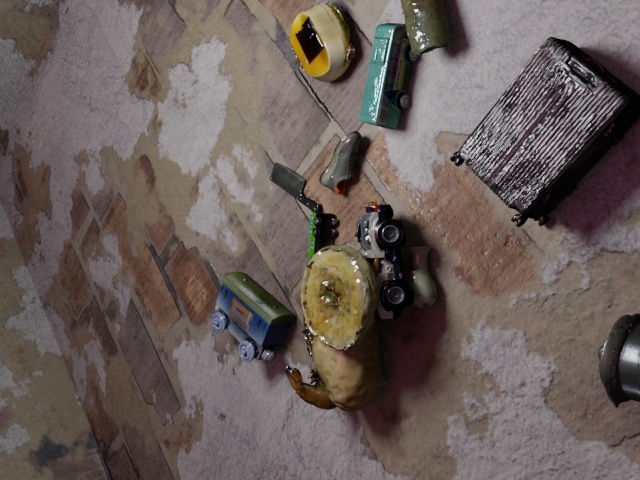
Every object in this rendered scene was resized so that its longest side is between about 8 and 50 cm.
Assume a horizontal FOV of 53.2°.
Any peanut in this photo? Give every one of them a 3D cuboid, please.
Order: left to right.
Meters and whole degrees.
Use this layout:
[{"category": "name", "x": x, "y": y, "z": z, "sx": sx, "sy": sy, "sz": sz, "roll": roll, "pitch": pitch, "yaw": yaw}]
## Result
[{"category": "peanut", "x": 0.066, "y": 0.267, "z": 1.734, "sx": 0.192, "sy": 0.169, "sz": 0.387, "roll": -7, "pitch": 86, "yaw": 34}]

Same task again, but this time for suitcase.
[{"category": "suitcase", "x": 0.468, "y": -0.222, "z": 1.328, "sx": 0.229, "sy": 0.152, "sz": 0.335, "roll": 51, "pitch": 123, "yaw": 26}]

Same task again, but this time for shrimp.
[{"category": "shrimp", "x": -0.029, "y": 0.337, "z": 1.800, "sx": 0.054, "sy": 0.222, "sz": 0.290, "roll": -34, "pitch": 63, "yaw": 36}]

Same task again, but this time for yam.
[{"category": "yam", "x": 0.245, "y": -0.567, "z": 1.531, "sx": 0.106, "sy": 0.106, "sz": 0.259, "roll": -17, "pitch": 82, "yaw": 43}]

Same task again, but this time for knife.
[{"category": "knife", "x": -0.073, "y": -0.163, "z": 1.926, "sx": 0.245, "sy": 0.019, "sz": 0.072, "roll": 38, "pitch": 117, "yaw": 36}]

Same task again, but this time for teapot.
[{"category": "teapot", "x": 0.645, "y": 0.199, "z": 1.160, "sx": 0.285, "sy": 0.223, "sz": 0.305, "roll": 8, "pitch": 102, "yaw": 49}]

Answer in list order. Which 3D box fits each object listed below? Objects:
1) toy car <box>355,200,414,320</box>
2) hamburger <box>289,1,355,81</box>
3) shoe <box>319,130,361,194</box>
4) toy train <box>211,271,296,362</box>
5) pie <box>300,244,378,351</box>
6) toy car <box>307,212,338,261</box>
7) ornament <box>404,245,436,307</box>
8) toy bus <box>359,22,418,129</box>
[{"category": "toy car", "x": 0.151, "y": 0.050, "z": 1.621, "sx": 0.193, "sy": 0.118, "sz": 0.301, "roll": -168, "pitch": 71, "yaw": -86}, {"category": "hamburger", "x": 0.007, "y": -0.543, "z": 1.757, "sx": 0.173, "sy": 0.116, "sz": 0.210, "roll": -43, "pitch": 69, "yaw": 46}, {"category": "shoe", "x": 0.071, "y": -0.210, "z": 1.757, "sx": 0.077, "sy": 0.074, "sz": 0.194, "roll": 45, "pitch": 125, "yaw": 17}, {"category": "toy train", "x": -0.228, "y": 0.246, "z": 2.033, "sx": 0.300, "sy": 0.131, "sz": 0.202, "roll": 36, "pitch": 115, "yaw": 35}, {"category": "pie", "x": 0.043, "y": 0.143, "z": 1.598, "sx": 0.274, "sy": 0.055, "sz": 0.274, "roll": 4, "pitch": 95, "yaw": 48}, {"category": "toy car", "x": 0.000, "y": 0.000, "z": 1.840, "sx": 0.062, "sy": 0.071, "sz": 0.165, "roll": 21, "pitch": 109, "yaw": 56}, {"category": "ornament", "x": 0.250, "y": 0.093, "z": 1.607, "sx": 0.075, "sy": 0.081, "sz": 0.156, "roll": -6, "pitch": 85, "yaw": 34}, {"category": "toy bus", "x": 0.173, "y": -0.417, "z": 1.615, "sx": 0.091, "sy": 0.109, "sz": 0.261, "roll": 22, "pitch": 108, "yaw": 46}]
